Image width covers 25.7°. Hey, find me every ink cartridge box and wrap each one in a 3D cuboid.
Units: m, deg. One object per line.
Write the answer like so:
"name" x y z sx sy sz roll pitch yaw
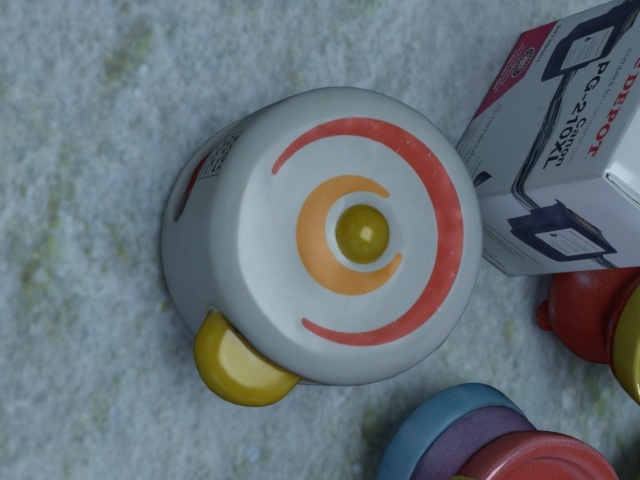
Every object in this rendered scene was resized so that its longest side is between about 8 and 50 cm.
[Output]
"ink cartridge box" 0.197 -0.073 0.961 0.100 0.237 0.172 36 73 -18

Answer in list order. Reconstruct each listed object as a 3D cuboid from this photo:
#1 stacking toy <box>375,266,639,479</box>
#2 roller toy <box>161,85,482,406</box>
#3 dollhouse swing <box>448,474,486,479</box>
"stacking toy" 0.185 0.165 1.041 0.309 0.130 0.279 -39 128 -18
"roller toy" 0.000 0.000 0.920 0.209 0.146 0.191 -12 91 -23
"dollhouse swing" 0.159 0.348 0.764 0.315 0.347 0.305 41 71 -17
